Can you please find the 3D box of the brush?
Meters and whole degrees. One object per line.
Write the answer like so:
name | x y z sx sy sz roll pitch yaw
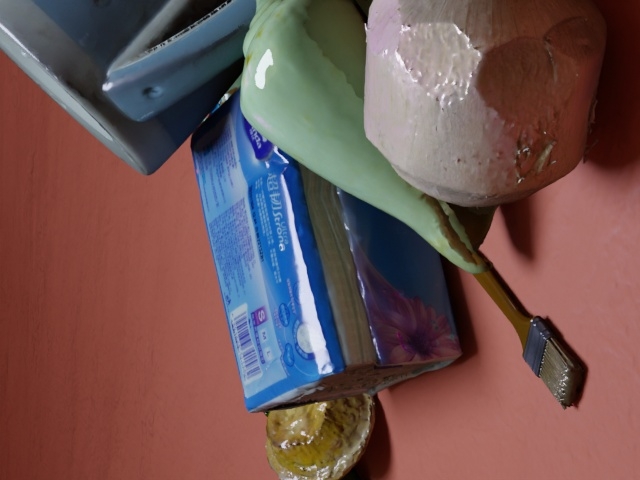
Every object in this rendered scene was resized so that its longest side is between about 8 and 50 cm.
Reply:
brush | 0.151 0.060 1.228 0.170 0.014 0.043 -123 32 -46

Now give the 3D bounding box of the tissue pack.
tissue pack | 0.000 0.000 1.379 0.198 0.146 0.263 -33 66 62

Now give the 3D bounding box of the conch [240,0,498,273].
conch | 0.052 -0.104 1.204 0.137 0.251 0.143 -60 3 45

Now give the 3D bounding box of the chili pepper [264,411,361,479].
chili pepper | 0.023 0.272 1.512 0.359 0.076 0.085 -118 11 -45

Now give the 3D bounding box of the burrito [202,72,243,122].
burrito | -0.095 -0.172 1.647 0.104 0.054 0.288 -178 80 -66

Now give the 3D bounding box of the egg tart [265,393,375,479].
egg tart | -0.007 0.168 1.504 0.129 0.049 0.128 -23 48 29

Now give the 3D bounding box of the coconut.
coconut | 0.111 -0.120 1.073 0.171 0.171 0.182 -125 31 -46

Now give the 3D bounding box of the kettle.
kettle | -0.101 -0.243 1.350 0.319 0.342 0.247 38 172 48
